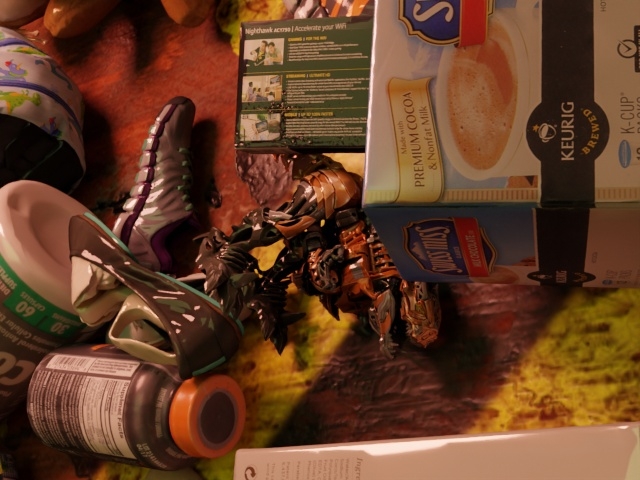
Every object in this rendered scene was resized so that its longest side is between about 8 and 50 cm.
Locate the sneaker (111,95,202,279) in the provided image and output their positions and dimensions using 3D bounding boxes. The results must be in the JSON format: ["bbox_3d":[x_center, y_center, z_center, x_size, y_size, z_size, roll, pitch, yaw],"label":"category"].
[{"bbox_3d":[-0.173,-0.061,1.273,0.098,0.083,0.223,18,83,12],"label":"sneaker"}]

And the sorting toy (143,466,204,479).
[{"bbox_3d":[-0.162,0.365,1.133,0.193,0.038,0.208,35,93,40],"label":"sorting toy"}]

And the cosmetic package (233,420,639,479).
[{"bbox_3d":[0.124,0.237,0.843,0.365,0.197,0.155,-11,69,37],"label":"cosmetic package"}]

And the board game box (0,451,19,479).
[{"bbox_3d":[-0.424,0.395,1.310,0.194,0.060,0.194,-35,58,24],"label":"board game box"}]

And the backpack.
[{"bbox_3d":[-0.482,-0.119,1.397,0.355,0.290,0.273,-14,53,27],"label":"backpack"}]

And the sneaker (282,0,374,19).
[{"bbox_3d":[0.045,-0.302,1.149,0.180,0.124,0.321,-36,67,19],"label":"sneaker"}]

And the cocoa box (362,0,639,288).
[{"bbox_3d":[0.167,-0.153,0.875,0.228,0.231,0.347,1,74,12],"label":"cocoa box"}]

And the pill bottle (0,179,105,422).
[{"bbox_3d":[-0.422,0.112,1.309,0.361,0.204,0.204,-42,54,20],"label":"pill bottle"}]

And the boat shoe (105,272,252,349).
[{"bbox_3d":[-0.180,0.078,1.213,0.226,0.076,0.083,-25,61,30],"label":"boat shoe"}]

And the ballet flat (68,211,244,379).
[{"bbox_3d":[-0.204,0.058,1.116,0.280,0.095,0.096,29,63,35],"label":"ballet flat"}]

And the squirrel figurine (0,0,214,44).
[{"bbox_3d":[-0.321,-0.444,1.422,0.370,0.281,0.397,-17,51,45],"label":"squirrel figurine"}]

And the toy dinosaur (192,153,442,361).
[{"bbox_3d":[0.000,0.000,1.083,0.218,0.164,0.322,-36,36,6],"label":"toy dinosaur"}]

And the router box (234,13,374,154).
[{"bbox_3d":[0.004,-0.154,1.054,0.179,0.046,0.133,2,88,22],"label":"router box"}]

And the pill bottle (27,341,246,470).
[{"bbox_3d":[-0.198,0.182,1.157,0.246,0.130,0.130,0,75,38],"label":"pill bottle"}]
